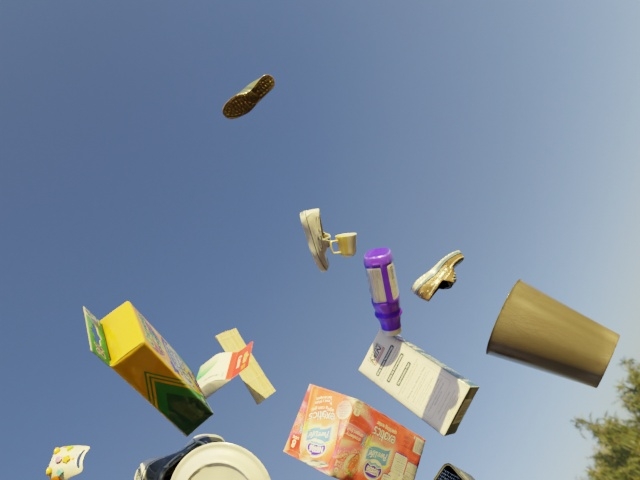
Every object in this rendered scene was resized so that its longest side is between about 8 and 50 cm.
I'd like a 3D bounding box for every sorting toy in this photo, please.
[{"bbox_3d":[-0.545,0.482,0.933,0.083,0.075,0.044,-94,-12,-46],"label":"sorting toy"}]

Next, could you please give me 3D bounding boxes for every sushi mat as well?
[{"bbox_3d":[-0.300,0.497,1.717,0.019,0.316,0.151,-38,-10,18],"label":"sushi mat"}]

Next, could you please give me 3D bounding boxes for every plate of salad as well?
[{"bbox_3d":[-0.183,0.475,0.794,0.048,0.200,0.199,43,-112,-83],"label":"plate of salad"}]

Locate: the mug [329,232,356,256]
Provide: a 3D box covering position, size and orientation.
[{"bbox_3d":[0.071,0.015,1.248,0.062,0.078,0.064,-42,-55,-76],"label":"mug"}]

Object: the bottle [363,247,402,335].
[{"bbox_3d":[0.208,0.169,1.381,0.118,0.092,0.282,-49,-51,-67],"label":"bottle"}]

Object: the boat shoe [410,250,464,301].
[{"bbox_3d":[0.331,0.101,1.156,0.183,0.066,0.066,-37,-28,-14],"label":"boat shoe"}]

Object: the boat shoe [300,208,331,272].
[{"bbox_3d":[0.000,0.000,1.676,0.096,0.088,0.267,-79,-28,-72],"label":"boat shoe"}]

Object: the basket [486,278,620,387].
[{"bbox_3d":[0.534,0.222,0.980,0.204,0.227,0.154,-63,-34,-7],"label":"basket"}]

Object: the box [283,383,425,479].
[{"bbox_3d":[0.085,0.455,0.945,0.300,0.142,0.154,41,-118,-35],"label":"box"}]

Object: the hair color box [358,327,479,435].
[{"bbox_3d":[0.311,0.449,1.392,0.105,0.347,0.173,24,-86,-51],"label":"hair color box"}]

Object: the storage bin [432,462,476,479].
[{"bbox_3d":[0.320,0.662,1.041,0.084,0.122,0.180,37,-93,-20],"label":"storage bin"}]

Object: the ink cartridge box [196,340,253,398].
[{"bbox_3d":[-0.346,0.449,1.512,0.225,0.181,0.056,-40,-76,8],"label":"ink cartridge box"}]

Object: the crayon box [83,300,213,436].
[{"bbox_3d":[-0.387,0.274,0.969,0.083,0.203,0.322,-38,-56,-16],"label":"crayon box"}]

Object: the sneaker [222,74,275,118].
[{"bbox_3d":[-0.229,-0.449,1.351,0.192,0.086,0.064,-40,-69,-4],"label":"sneaker"}]

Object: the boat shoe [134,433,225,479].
[{"bbox_3d":[-0.331,0.580,1.121,0.306,0.105,0.113,30,-129,-60],"label":"boat shoe"}]
